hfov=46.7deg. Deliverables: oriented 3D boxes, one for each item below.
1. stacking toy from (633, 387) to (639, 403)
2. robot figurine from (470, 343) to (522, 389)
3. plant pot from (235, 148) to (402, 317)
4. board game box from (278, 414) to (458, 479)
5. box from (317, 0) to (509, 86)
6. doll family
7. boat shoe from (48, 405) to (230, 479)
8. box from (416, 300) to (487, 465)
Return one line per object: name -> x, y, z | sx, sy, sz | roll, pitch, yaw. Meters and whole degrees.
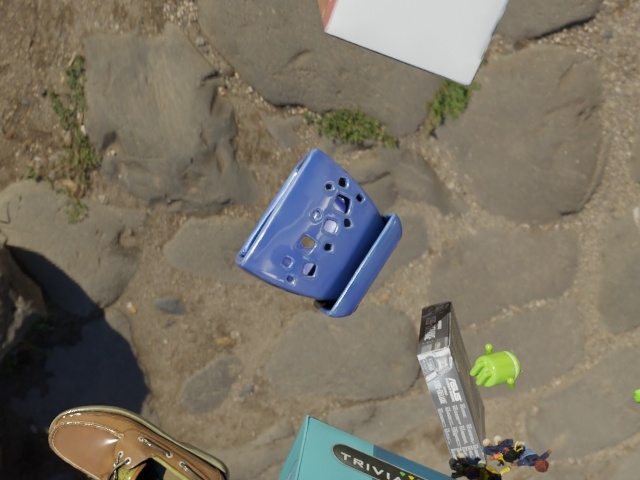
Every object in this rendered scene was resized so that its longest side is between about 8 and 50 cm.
stacking toy -> 0.590, 0.210, 1.064 | 0.221, 0.052, 0.167 | 3, 163, -19
robot figurine -> 0.373, 0.271, 1.566 | 0.115, 0.101, 0.067 | -6, 137, -30
plant pot -> 0.000, 0.000, 1.301 | 0.212, 0.236, 0.236 | 34, 85, -6
board game box -> 0.074, 0.297, 0.584 | 0.253, 0.336, 0.079 | 24, 105, -1
box -> 0.060, -0.191, 0.446 | 0.090, 0.170, 0.130 | 17, 118, -13
doll family -> 0.335, 0.414, 1.374 | 0.192, 0.111, 0.076 | -27, 91, -10
boat shoe -> -0.292, 0.351, 1.175 | 0.307, 0.104, 0.111 | 18, 100, -1
box -> 0.304, 0.328, 1.699 | 0.076, 0.242, 0.308 | -15, 105, 15
